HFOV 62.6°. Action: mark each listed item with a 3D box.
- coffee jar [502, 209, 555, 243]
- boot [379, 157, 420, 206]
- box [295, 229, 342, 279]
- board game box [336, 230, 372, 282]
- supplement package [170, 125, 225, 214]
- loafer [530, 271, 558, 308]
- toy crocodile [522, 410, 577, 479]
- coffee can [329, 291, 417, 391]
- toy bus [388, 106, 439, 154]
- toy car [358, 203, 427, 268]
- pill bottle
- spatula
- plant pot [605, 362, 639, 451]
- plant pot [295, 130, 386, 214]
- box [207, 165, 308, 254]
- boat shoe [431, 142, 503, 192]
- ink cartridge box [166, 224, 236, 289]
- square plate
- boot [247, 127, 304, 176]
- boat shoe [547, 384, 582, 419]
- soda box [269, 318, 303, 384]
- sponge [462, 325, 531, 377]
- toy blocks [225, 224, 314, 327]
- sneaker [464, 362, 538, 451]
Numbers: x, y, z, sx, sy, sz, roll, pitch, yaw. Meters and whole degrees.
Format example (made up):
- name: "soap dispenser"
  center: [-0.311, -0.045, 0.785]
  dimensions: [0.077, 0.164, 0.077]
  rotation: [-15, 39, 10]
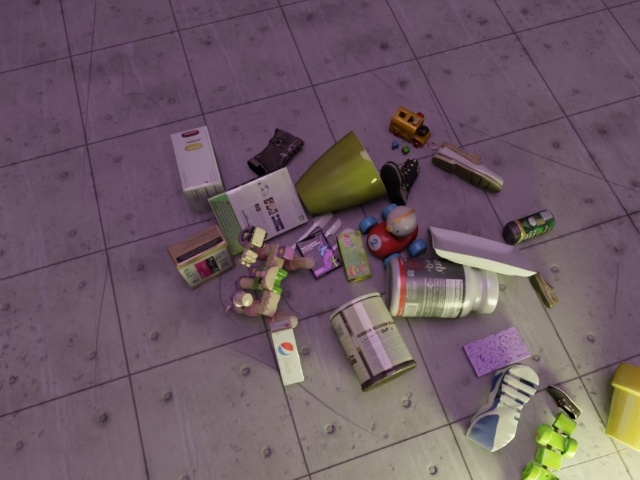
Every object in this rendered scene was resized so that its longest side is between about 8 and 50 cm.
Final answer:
- name: "coffee jar"
  center: [0.797, -0.050, 2.024]
  dimensions: [0.184, 0.096, 0.079]
  rotation: [-18, 65, -7]
- name: "boot"
  center: [0.314, -0.266, 2.051]
  dimensions: [0.085, 0.236, 0.179]
  rotation: [14, 61, 31]
- name: "box"
  center: [-0.007, 0.052, 1.997]
  dimensions: [0.116, 0.029, 0.162]
  rotation: [-28, 74, -13]
- name: "board game box"
  center: [0.126, 0.060, 1.993]
  dimensions: [0.092, 0.043, 0.181]
  rotation: [-13, 71, -6]
- name: "supplement package"
  center: [-0.467, -0.270, 2.051]
  dimensions: [0.145, 0.204, 0.262]
  rotation: [-16, 68, -7]
- name: "loafer"
  center: [0.830, 0.177, 1.952]
  dimensions: [0.050, 0.056, 0.148]
  rotation: [-21, 78, -10]
- name: "toy crocodile"
  center: [0.733, 0.713, 1.701]
  dimensions: [0.115, 0.105, 0.341]
  rotation: [25, 73, 10]
- name: "coffee can"
  center: [0.175, 0.343, 1.792]
  dimensions: [0.201, 0.201, 0.275]
  rotation: [-22, 69, -10]
- name: "toy bus"
  center: [0.388, -0.473, 2.199]
  dimensions: [0.202, 0.104, 0.191]
  rotation: [-11, 67, -5]
- name: "toy car"
  center: [0.276, -0.048, 1.942]
  dimensions: [0.210, 0.238, 0.219]
  rotation: [-28, 69, -12]
- name: "pill bottle"
  center: [0.421, 0.168, 1.865]
  dimensions: [0.362, 0.210, 0.210]
  rotation: [2, 67, -1]
- name: "spatula"
  center: [0.000, 0.000, 2.042]
  dimensions: [0.168, 0.019, 0.242]
  rotation: [41, 73, 10]
- name: "plant pot"
  center: [1.050, 0.560, 1.695]
  dimensions: [0.254, 0.254, 0.239]
  rotation: [27, 84, 11]
- name: "plant pot"
  center: [0.059, -0.229, 2.026]
  dimensions: [0.293, 0.275, 0.275]
  rotation: [-29, 69, 4]
- name: "box"
  center: [-0.236, -0.116, 2.003]
  dimensions: [0.322, 0.058, 0.232]
  rotation: [-24, 105, -12]
- name: "boat shoe"
  center: [0.606, -0.302, 2.122]
  dimensions: [0.302, 0.113, 0.103]
  rotation: [31, 75, 13]
- name: "ink cartridge box"
  center: [-0.419, 0.064, 1.890]
  dimensions: [0.193, 0.235, 0.088]
  rotation: [-29, 69, -11]
- name: "square plate"
  center: [0.563, 0.041, 1.897]
  dimensions: [0.347, 0.344, 0.049]
  rotation: [13, 106, 5]
- name: "boot"
  center: [-0.146, -0.332, 2.142]
  dimensions: [0.263, 0.091, 0.229]
  rotation: [39, 72, 17]
- name: "boat shoe"
  center: [0.825, 0.549, 1.791]
  dimensions: [0.042, 0.049, 0.133]
  rotation: [-40, 77, -24]
- name: "soda box"
  center: [-0.114, 0.377, 1.777]
  dimensions: [0.073, 0.216, 0.069]
  rotation: [-13, 22, -5]
- name: "sponge"
  center: [0.623, 0.394, 1.867]
  dimensions: [0.210, 0.031, 0.117]
  rotation: [-19, 68, -8]
- name: "toy blocks"
  center: [-0.233, 0.131, 1.860]
  dimensions: [0.260, 0.309, 0.289]
  rotation: [1, 68, 46]
- name: "sneaker"
  center: [0.613, 0.537, 1.758]
  dimensions: [0.127, 0.182, 0.316]
  rotation: [31, 99, 14]
